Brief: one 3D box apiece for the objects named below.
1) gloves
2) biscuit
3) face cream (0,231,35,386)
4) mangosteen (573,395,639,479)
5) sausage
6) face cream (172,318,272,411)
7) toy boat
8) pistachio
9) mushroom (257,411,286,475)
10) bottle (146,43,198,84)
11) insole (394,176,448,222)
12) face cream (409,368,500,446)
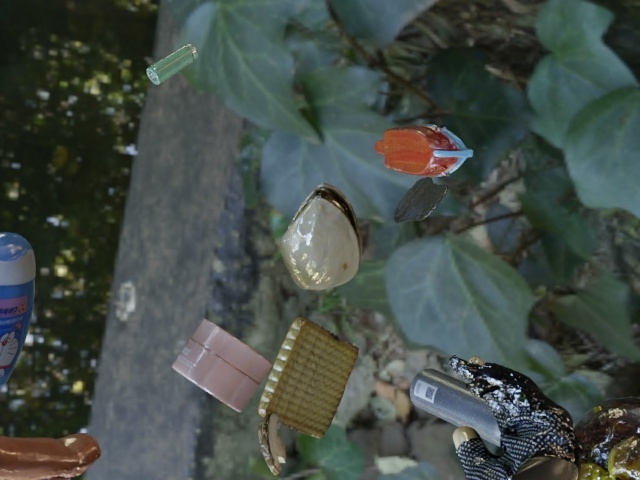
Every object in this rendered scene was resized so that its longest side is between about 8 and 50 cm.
[{"bbox_3d":[0.196,0.185,1.118,0.180,0.106,0.129,-97,5,-49],"label":"gloves"},{"bbox_3d":[-0.017,0.228,1.778,0.029,0.254,0.172,18,80,28],"label":"biscuit"},{"bbox_3d":[-0.531,0.110,1.762,0.083,0.149,0.264,25,108,28],"label":"face cream"},{"bbox_3d":[0.393,0.306,1.387,0.192,0.217,0.192,10,107,36],"label":"mangosteen"},{"bbox_3d":[-0.428,0.293,1.461,0.078,0.304,0.078,-9,76,38],"label":"sausage"},{"bbox_3d":[-0.173,0.220,1.905,0.149,0.149,0.104,23,76,52],"label":"face cream"},{"bbox_3d":[0.138,-0.119,1.428,0.173,0.059,0.069,14,108,62],"label":"toy boat"},{"bbox_3d":[0.000,0.000,2.007,0.137,0.153,0.237,-76,-13,-46],"label":"pistachio"},{"bbox_3d":[-0.061,0.254,1.363,0.019,0.049,0.101,-30,28,15],"label":"mushroom"},{"bbox_3d":[-0.226,-0.272,1.661,0.030,0.083,0.030,38,151,26],"label":"bottle"},{"bbox_3d":[0.185,-0.074,2.035,0.111,0.007,0.328,-54,7,0],"label":"insole"},{"bbox_3d":[0.256,0.278,1.761,0.283,0.073,0.073,17,101,57],"label":"face cream"}]
